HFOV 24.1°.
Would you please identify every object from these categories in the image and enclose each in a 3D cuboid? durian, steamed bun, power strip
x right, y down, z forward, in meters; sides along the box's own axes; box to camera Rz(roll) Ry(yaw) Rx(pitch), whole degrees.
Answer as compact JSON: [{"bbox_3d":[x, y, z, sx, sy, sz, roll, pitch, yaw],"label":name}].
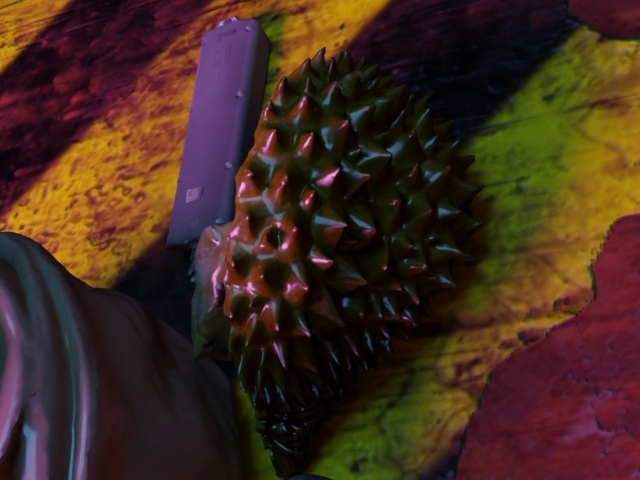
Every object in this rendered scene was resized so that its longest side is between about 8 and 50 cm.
[{"bbox_3d":[0.000,0.000,1.000,0.166,0.172,0.306,-21,53,57],"label":"durian"},{"bbox_3d":[-0.243,0.144,0.957,0.368,0.255,0.342,0,64,10],"label":"steamed bun"},{"bbox_3d":[-0.082,-0.075,1.198,0.060,0.027,0.252,-14,52,29],"label":"power strip"}]

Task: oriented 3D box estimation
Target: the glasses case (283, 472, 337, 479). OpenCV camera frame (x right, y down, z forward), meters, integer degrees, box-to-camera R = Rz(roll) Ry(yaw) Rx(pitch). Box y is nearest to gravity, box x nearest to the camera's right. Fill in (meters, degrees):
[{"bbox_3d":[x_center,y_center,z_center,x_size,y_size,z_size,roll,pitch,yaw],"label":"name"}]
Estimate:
[{"bbox_3d":[0.082,0.207,0.841,0.299,0.060,0.114,7,67,41],"label":"glasses case"}]
